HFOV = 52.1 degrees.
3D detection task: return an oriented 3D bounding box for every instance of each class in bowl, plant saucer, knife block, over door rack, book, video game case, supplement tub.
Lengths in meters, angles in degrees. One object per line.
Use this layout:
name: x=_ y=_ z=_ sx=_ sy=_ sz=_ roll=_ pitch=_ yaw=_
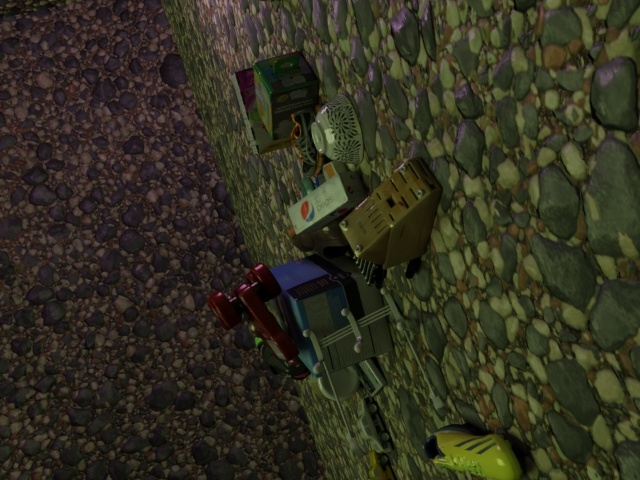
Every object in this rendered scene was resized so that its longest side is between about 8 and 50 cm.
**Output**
bowl: x=0.029 y=-0.245 z=1.506 sx=0.170 sy=0.080 sz=0.170 roll=161 pitch=90 yaw=-76
plant saucer: x=-0.034 y=-0.127 z=1.844 sx=0.119 sy=0.021 sz=0.119 roll=164 pitch=90 yaw=-80
knife block: x=0.167 y=-0.018 z=1.303 sx=0.275 sy=0.242 sz=0.088 roll=-44 pitch=56 yaw=24
over door rack: x=0.118 y=0.294 z=1.507 sx=0.324 sy=0.239 sz=0.108 roll=65 pitch=-170 yaw=25
book: x=0.042 y=-0.154 z=1.671 sx=0.144 sy=0.035 sz=0.096 roll=-179 pitch=70 yaw=-76
video game case: x=0.124 y=0.371 z=1.974 sx=0.190 sy=0.022 sz=0.173 roll=55 pitch=161 yaw=17
supplement tub: x=0.045 y=0.467 z=2.208 sx=0.200 sy=0.144 sz=0.144 roll=130 pitch=120 yaw=-74

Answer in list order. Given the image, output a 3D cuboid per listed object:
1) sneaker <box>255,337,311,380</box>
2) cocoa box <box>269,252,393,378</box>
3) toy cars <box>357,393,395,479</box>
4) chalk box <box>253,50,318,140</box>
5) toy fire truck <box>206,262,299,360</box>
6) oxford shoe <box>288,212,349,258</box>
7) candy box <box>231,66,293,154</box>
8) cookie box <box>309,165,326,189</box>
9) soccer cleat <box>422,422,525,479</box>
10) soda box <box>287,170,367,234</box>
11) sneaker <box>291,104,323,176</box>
sneaker: x=-0.053 y=0.357 z=2.183 sx=0.483 sy=0.185 sz=0.202 roll=-29 pitch=78 yaw=60
cocoa box: x=0.012 y=0.187 z=1.809 sx=0.347 sy=0.228 sz=0.231 roll=-150 pitch=44 yaw=-69
toy cars: x=0.173 y=0.687 z=2.115 sx=0.176 sy=0.087 sz=0.394 roll=-140 pitch=35 yaw=-64
chalk box: x=-0.088 y=-0.386 z=1.668 sx=0.213 sy=0.132 sz=0.132 roll=92 pitch=155 yaw=-52
toy fire truck: x=-0.163 y=0.216 z=1.751 sx=0.254 sy=0.169 sz=0.302 roll=55 pitch=165 yaw=2
oxford shoe: x=0.000 y=0.000 z=1.835 sx=0.133 sy=0.130 sz=0.363 roll=66 pitch=165 yaw=6
candy box: x=-0.138 y=-0.369 z=1.819 sx=0.071 sy=0.159 sz=0.233 roll=-154 pitch=46 yaw=-72
cookie box: x=0.000 y=-0.152 z=1.811 sx=0.092 sy=0.040 sz=0.107 roll=-131 pitch=27 yaw=-61
soccer cleat: x=0.290 y=0.422 z=1.268 sx=0.289 sy=0.121 sz=0.093 roll=152 pitch=100 yaw=-76
soda box: x=0.013 y=-0.089 z=1.595 sx=0.216 sy=0.069 sz=0.074 roll=-32 pitch=74 yaw=46
sneaker: x=-0.036 y=-0.256 z=1.692 sx=0.084 sy=0.083 sz=0.215 roll=-109 pitch=16 yaw=-45
